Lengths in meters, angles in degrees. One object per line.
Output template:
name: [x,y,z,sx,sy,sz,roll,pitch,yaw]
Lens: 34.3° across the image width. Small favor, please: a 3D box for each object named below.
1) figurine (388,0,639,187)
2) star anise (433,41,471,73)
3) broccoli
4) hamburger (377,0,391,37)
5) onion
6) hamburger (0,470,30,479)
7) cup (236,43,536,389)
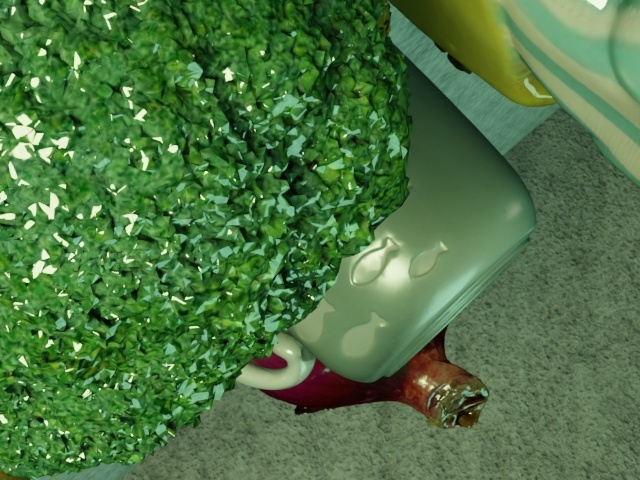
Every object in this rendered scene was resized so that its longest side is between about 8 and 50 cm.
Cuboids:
figurine: [0.186,-0.235,0.459,0.378,0.361,0.266,-46,170,3]
star anise: [0.193,-0.263,1.206,0.177,0.073,0.234,-51,155,-10]
broccoli: [-0.117,-0.050,0.426,0.307,0.275,0.308,-10,125,-15]
hamburger: [-0.030,-0.138,0.726,0.177,0.113,0.185,-42,170,-21]
onion: [0.059,0.095,1.317,0.347,0.385,0.348,-36,152,-23]
hamburger: [-0.271,0.177,0.592,0.283,0.144,0.260,60,31,-54]
cup: [0.000,0.000,0.959,0.357,0.274,0.259,-49,169,22]
